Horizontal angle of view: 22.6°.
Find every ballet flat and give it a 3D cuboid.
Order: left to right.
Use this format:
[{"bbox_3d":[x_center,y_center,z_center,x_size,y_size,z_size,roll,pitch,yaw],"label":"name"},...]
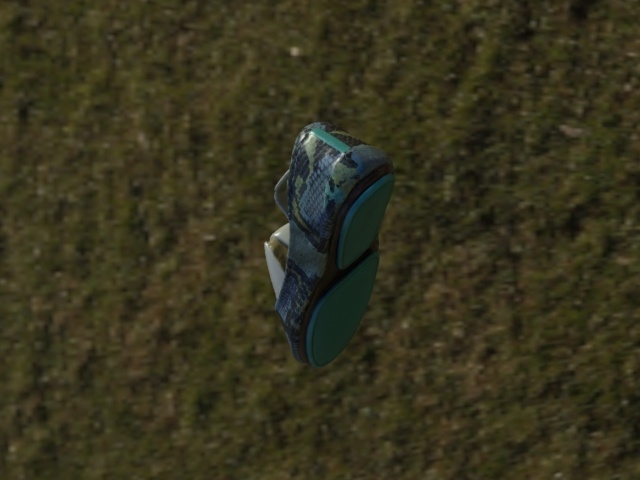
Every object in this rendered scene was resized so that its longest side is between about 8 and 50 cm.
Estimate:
[{"bbox_3d":[0.000,0.000,0.893,0.070,0.070,0.188,55,152,26],"label":"ballet flat"}]
